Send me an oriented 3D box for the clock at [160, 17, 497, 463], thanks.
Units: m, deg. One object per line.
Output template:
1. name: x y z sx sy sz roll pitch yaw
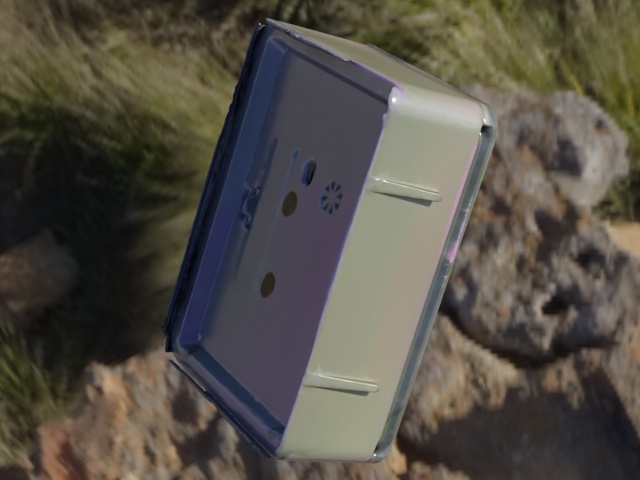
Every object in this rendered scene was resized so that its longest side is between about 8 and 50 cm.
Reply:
1. clock: 0.000 0.000 0.867 0.147 0.071 0.192 35 112 55
